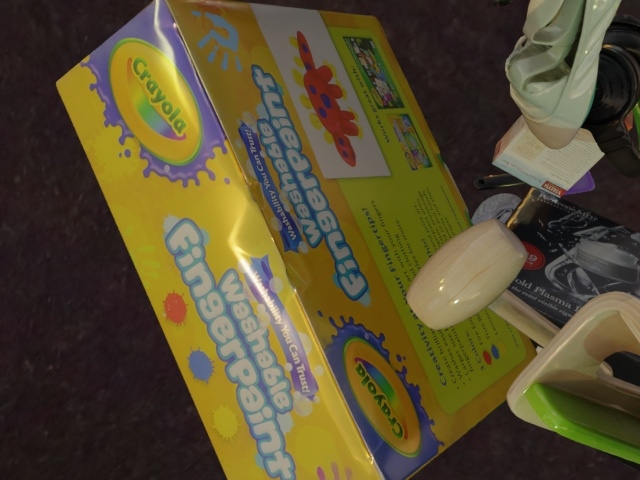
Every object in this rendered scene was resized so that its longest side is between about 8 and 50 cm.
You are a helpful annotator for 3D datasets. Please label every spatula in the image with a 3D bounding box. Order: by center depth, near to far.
[{"bbox_3d":[0.449,-0.131,1.968,0.297,0.030,0.084,-5,67,-25],"label":"spatula"}]

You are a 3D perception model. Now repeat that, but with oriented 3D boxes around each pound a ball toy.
[{"bbox_3d":[0.231,0.095,0.558,0.319,0.135,0.208,22,29,-30],"label":"pound a ball toy"}]

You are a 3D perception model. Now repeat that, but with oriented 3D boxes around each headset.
[{"bbox_3d":[0.440,-0.276,1.523,0.394,0.185,0.243,56,40,-21],"label":"headset"}]

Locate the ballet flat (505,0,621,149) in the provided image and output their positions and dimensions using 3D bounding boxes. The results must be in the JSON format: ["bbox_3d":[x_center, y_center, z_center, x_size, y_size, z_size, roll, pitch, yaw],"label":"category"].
[{"bbox_3d":[0.329,-0.280,1.305,0.139,0.400,0.139,4,50,-4],"label":"ballet flat"}]

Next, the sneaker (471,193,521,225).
[{"bbox_3d":[0.389,0.096,1.864,0.137,0.210,0.365,-12,55,13],"label":"sneaker"}]

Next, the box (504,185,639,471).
[{"bbox_3d":[0.394,0.116,1.378,0.343,0.179,0.312,26,37,16],"label":"box"}]

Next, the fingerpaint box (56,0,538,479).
[{"bbox_3d":[0.000,0.000,0.922,0.371,0.163,0.444,-17,80,-57],"label":"fingerpaint box"}]

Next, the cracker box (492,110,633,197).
[{"bbox_3d":[0.455,-0.198,1.757,0.156,0.232,0.067,28,47,-9],"label":"cracker box"}]
